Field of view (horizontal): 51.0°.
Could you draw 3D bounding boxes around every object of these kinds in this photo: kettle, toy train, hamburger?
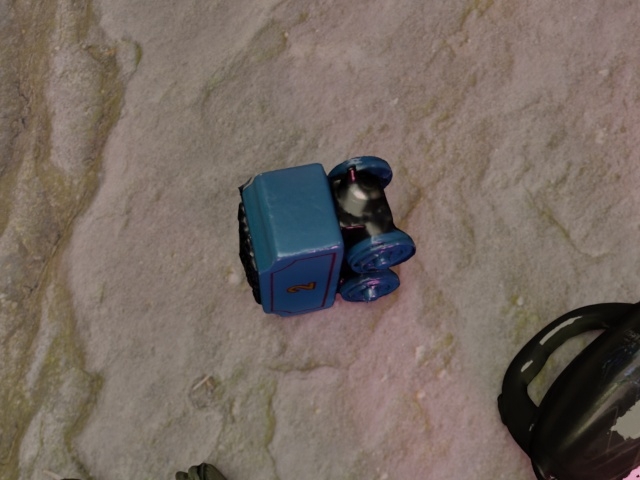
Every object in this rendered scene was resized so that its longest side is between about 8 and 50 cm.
[{"bbox_3d":[0.426,0.234,0.988,0.324,0.228,0.321,-40,43,-3],"label":"kettle"},{"bbox_3d":[0.000,0.000,1.078,0.264,0.300,0.188,-11,67,-7],"label":"toy train"},{"bbox_3d":[-0.168,0.407,1.036,0.062,0.140,0.133,-33,34,-5],"label":"hamburger"}]

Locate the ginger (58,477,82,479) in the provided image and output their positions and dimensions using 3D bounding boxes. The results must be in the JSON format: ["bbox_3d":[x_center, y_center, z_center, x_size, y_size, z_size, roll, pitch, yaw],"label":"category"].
[{"bbox_3d":[-0.341,0.508,1.012,0.304,0.155,0.245,25,77,16],"label":"ginger"}]
